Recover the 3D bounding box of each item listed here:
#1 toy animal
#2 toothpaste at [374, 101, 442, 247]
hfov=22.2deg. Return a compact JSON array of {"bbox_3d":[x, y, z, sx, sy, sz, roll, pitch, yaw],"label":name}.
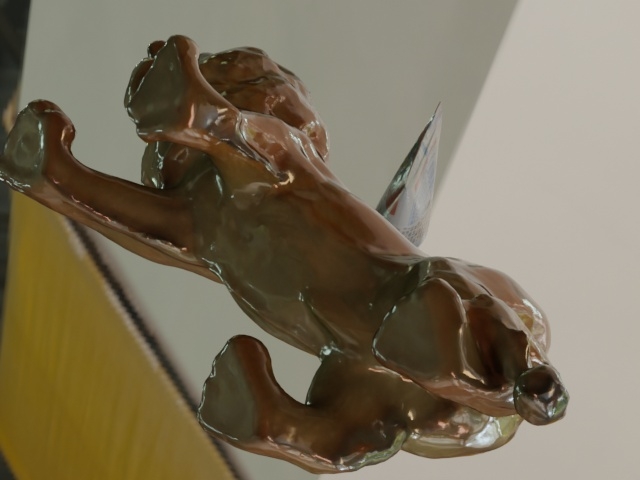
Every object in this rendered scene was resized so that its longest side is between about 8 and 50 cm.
[{"bbox_3d":[0.000,0.000,0.596,0.157,0.097,0.312,8,-154,-48],"label":"toy animal"},{"bbox_3d":[0.084,-0.041,1.538,0.057,0.234,0.089,22,-113,3],"label":"toothpaste"}]
